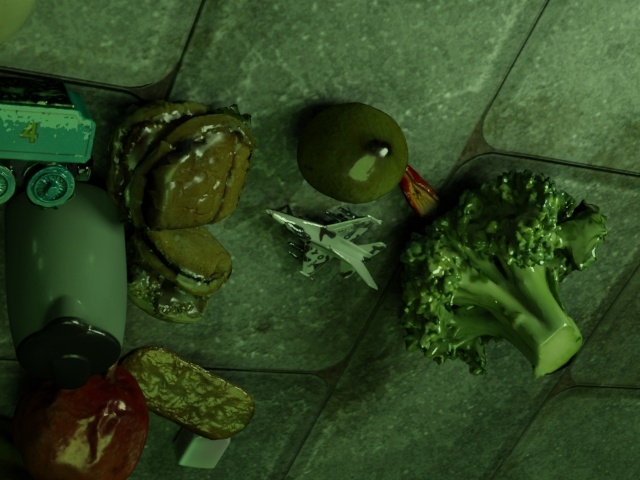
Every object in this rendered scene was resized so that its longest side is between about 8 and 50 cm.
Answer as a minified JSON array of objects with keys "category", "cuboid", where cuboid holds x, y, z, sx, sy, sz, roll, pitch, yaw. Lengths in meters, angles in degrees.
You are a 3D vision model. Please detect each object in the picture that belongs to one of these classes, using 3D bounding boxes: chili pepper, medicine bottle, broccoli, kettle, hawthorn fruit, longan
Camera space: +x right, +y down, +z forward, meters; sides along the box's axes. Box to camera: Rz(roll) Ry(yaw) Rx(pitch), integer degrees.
[{"category":"chili pepper","cuboid":[0.139,-0.086,1.836,0.045,0.027,0.178,-38,135,6]},{"category":"medicine bottle","cuboid":[-0.195,0.333,2.046,0.074,0.055,0.118,14,122,-30]},{"category":"broccoli","cuboid":[0.284,0.048,1.866,0.277,0.317,0.338,39,75,-45]},{"category":"kettle","cuboid":[-0.338,0.078,1.602,0.161,0.236,0.221,-3,145,-13]},{"category":"hawthorn fruit","cuboid":[-0.346,0.255,1.815,0.207,0.207,0.243,17,111,-36]},{"category":"longan","cuboid":[0.041,-0.120,1.688,0.154,0.145,0.176,38,152,-20]}]

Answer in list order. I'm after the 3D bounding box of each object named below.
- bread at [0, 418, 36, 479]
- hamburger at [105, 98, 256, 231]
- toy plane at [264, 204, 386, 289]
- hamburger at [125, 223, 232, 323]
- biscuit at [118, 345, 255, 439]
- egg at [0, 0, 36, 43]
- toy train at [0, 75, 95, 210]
[{"category":"bread","cuboid":[-0.499,0.421,1.849,0.196,0.252,0.239,-12,131,-16]},{"category":"hamburger","cuboid":[-0.181,-0.091,1.600,0.206,0.130,0.183,-3,126,-36]},{"category":"toy plane","cuboid":[0.003,-0.008,1.821,0.234,0.082,0.160,36,121,-27]},{"category":"hamburger","cuboid":[-0.219,0.049,1.696,0.131,0.159,0.185,-50,166,24]},{"category":"biscuit","cuboid":[-0.219,0.250,1.944,0.247,0.029,0.118,31,107,-24]},{"category":"egg","cuboid":[-0.411,-0.290,1.257,0.269,0.219,0.219,-22,139,20]},{"category":"toy train","cuboid":[-0.379,-0.127,1.507,0.197,0.107,0.154,2,122,-26]}]
